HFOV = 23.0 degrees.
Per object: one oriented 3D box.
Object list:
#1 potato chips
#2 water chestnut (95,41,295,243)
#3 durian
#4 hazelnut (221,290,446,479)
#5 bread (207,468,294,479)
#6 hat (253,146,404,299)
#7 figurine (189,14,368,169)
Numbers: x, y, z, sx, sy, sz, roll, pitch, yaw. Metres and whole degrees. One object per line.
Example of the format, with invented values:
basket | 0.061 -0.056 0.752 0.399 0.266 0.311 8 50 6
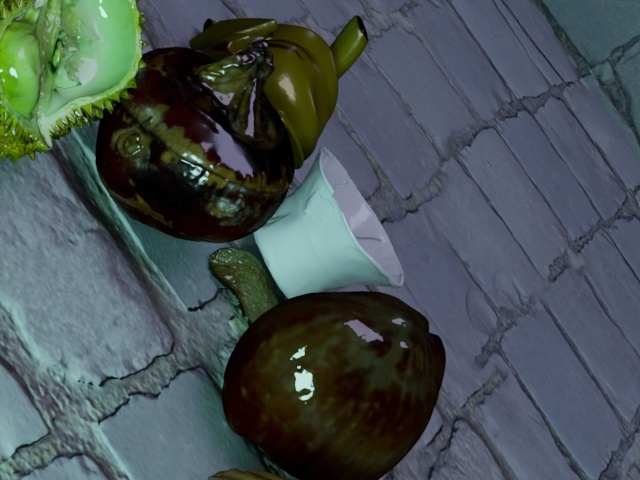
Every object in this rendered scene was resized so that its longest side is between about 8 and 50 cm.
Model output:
potato chips | -0.056 0.100 1.771 0.209 0.026 0.142 50 22 -17
water chestnut | -0.125 -0.111 1.671 0.223 0.238 0.224 32 30 -21
durian | -0.288 -0.188 1.505 0.237 0.176 0.200 -51 142 -34
hazelnut | 0.023 0.152 1.624 0.234 0.218 0.218 1 58 -53
bread | -0.030 0.324 1.403 0.274 0.149 0.274 38 37 -36
hat | 0.000 0.000 1.848 0.203 0.126 0.203 54 13 -19
figurine | -0.072 -0.192 1.941 0.327 0.218 0.169 -57 151 -70
